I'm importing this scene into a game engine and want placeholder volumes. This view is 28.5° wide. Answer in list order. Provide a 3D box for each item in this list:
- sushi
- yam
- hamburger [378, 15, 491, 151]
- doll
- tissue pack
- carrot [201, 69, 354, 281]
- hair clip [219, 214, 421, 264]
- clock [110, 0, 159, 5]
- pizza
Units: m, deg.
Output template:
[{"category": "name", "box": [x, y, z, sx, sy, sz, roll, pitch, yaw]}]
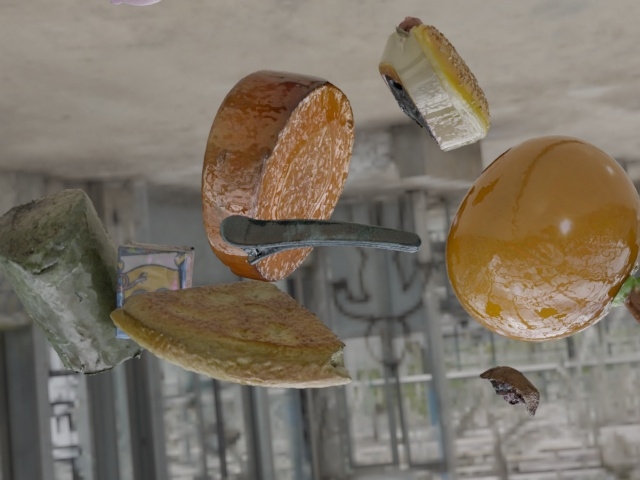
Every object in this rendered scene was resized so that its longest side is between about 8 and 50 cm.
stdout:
[{"category": "sushi", "box": [0.286, 0.220, 1.879, 0.099, 0.047, 0.050, 36, 162, 15]}, {"category": "yam", "box": [-0.414, 0.070, 2.110, 0.195, 0.300, 0.195, -22, -155, 11]}, {"category": "hamburger", "box": [0.166, -0.221, 1.783, 0.116, 0.173, 0.210, -39, 144, 2]}, {"category": "doll", "box": [0.245, 0.014, 1.235, 0.236, 0.213, 0.213, 33, -170, 22]}, {"category": "tissue pack", "box": [-0.267, 0.084, 2.029, 0.115, 0.155, 0.065, 5, -173, 9]}, {"category": "carrot", "box": [-0.053, -0.079, 1.673, 0.100, 0.307, 0.258, 20, -136, 27]}, {"category": "hair clip", "box": [0.000, 0.000, 1.358, 0.229, 0.039, 0.070, 1, 151, 33]}, {"category": "clock", "box": [-0.220, -0.416, 1.432, 0.290, 0.080, 0.275, -17, 130, 39]}, {"category": "pizza", "box": [-0.128, 0.145, 1.768, 0.268, 0.087, 0.258, -3, -158, -31]}]
